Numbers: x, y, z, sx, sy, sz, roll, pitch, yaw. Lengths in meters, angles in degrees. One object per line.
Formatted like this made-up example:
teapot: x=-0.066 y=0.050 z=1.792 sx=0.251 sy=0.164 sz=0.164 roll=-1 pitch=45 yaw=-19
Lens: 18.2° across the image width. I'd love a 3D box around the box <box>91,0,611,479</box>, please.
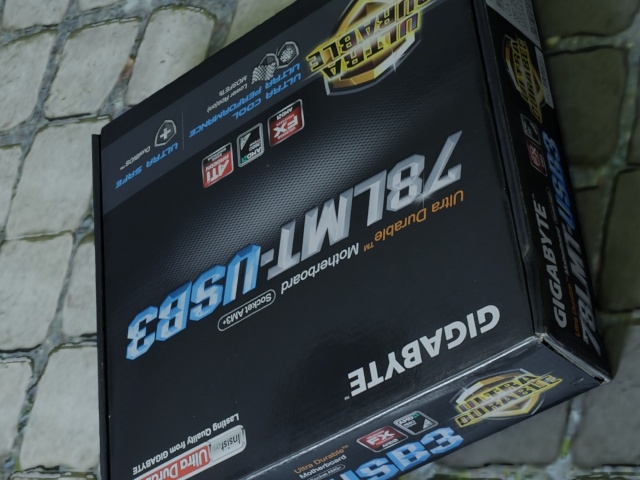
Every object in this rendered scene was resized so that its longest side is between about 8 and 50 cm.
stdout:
box: x=0.000 y=0.000 z=1.108 sx=0.296 sy=0.073 sz=0.293 roll=-29 pitch=48 yaw=29
